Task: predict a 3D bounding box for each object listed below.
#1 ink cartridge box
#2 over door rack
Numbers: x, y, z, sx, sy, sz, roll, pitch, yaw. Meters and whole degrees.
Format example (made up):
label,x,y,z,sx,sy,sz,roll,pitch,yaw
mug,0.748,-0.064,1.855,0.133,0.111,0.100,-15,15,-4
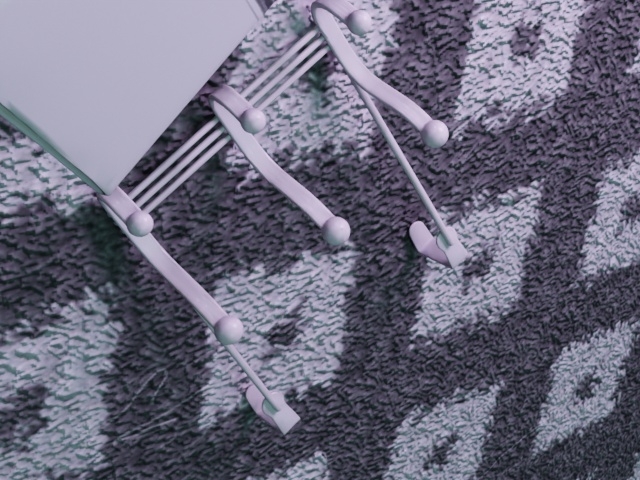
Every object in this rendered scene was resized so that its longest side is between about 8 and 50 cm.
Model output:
label,x,y,z,sx,sy,sz,roll,pitch,yaw
ink cartridge box,-0.101,-0.209,0.603,0.307,0.223,0.129,-50,140,-5
over door rack,0.000,0.000,0.929,0.239,0.108,0.324,-43,138,-12
